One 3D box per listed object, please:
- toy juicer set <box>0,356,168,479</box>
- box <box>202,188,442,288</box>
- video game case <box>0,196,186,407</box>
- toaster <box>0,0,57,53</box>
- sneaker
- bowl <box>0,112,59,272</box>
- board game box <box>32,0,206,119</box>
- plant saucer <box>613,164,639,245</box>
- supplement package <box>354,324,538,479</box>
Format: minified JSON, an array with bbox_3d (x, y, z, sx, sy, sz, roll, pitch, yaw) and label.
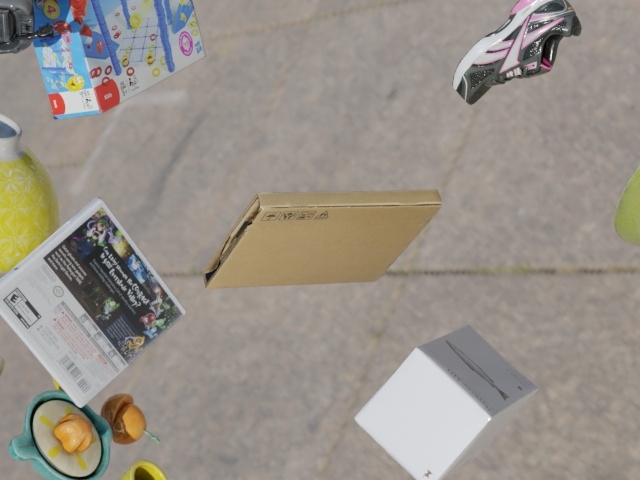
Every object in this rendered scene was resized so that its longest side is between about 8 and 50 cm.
[{"bbox_3d":[-0.338,0.230,1.952,0.089,0.329,0.209,-37,45,31],"label":"toy juicer set"},{"bbox_3d":[0.000,0.000,1.488,0.164,0.201,0.021,-52,47,51],"label":"box"},{"bbox_3d":[-0.271,0.073,1.735,0.173,0.190,0.022,-42,31,-15],"label":"video game case"},{"bbox_3d":[-0.462,-0.333,1.947,0.129,0.227,0.146,106,159,-62],"label":"toaster"},{"bbox_3d":[0.227,-0.212,1.709,0.077,0.072,0.178,53,126,15],"label":"sneaker"},{"bbox_3d":[-0.476,-0.091,1.999,0.289,0.289,0.156,54,129,55],"label":"bowl"},{"bbox_3d":[-0.311,-0.368,2.171,0.086,0.302,0.308,-3,21,29],"label":"board game box"},{"bbox_3d":[0.391,-0.069,1.429,0.241,0.241,0.037,-42,61,12],"label":"plant saucer"},{"bbox_3d":[0.132,0.166,1.515,0.105,0.179,0.105,44,109,14],"label":"supplement package"}]
